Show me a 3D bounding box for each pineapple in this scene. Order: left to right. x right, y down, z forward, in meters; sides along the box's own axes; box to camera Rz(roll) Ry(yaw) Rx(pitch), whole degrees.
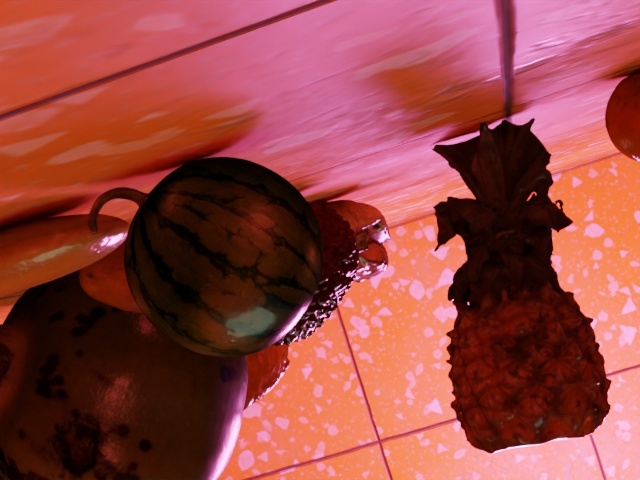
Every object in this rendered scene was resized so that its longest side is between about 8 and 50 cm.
[{"bbox_3d":[0.145,0.034,0.887,0.128,0.248,0.128,-11,177,-1],"label":"pineapple"}]

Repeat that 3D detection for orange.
[{"bbox_3d":[0.252,-0.093,0.844,0.083,0.070,0.083,-20,-178,1],"label":"orange"}]

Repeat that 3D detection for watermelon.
[{"bbox_3d":[-0.051,0.004,0.568,0.108,0.109,0.109,-18,178,-1],"label":"watermelon"}]

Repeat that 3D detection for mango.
[{"bbox_3d":[-0.121,0.020,0.844,0.114,0.061,0.080,-19,-165,-32],"label":"mango"}]

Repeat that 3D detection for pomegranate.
[{"bbox_3d":[-0.189,0.133,0.982,0.270,0.254,0.254,17,157,-36],"label":"pomegranate"}]

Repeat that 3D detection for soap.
[{"bbox_3d":[-0.181,0.017,0.608,0.168,0.033,0.089,-17,176,15],"label":"soap"}]

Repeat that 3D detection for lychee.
[{"bbox_3d":[-0.030,0.022,0.961,0.129,0.123,0.123,-47,176,3],"label":"lychee"}]

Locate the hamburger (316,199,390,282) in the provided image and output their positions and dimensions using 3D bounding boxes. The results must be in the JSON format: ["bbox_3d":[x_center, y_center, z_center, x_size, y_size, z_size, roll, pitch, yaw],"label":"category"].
[{"bbox_3d":[0.006,-0.003,1.139,0.176,0.087,0.102,-8,162,-23],"label":"hamburger"}]

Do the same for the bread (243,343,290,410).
[{"bbox_3d":[-0.152,0.106,1.253,0.268,0.146,0.268,-18,-161,6],"label":"bread"}]
